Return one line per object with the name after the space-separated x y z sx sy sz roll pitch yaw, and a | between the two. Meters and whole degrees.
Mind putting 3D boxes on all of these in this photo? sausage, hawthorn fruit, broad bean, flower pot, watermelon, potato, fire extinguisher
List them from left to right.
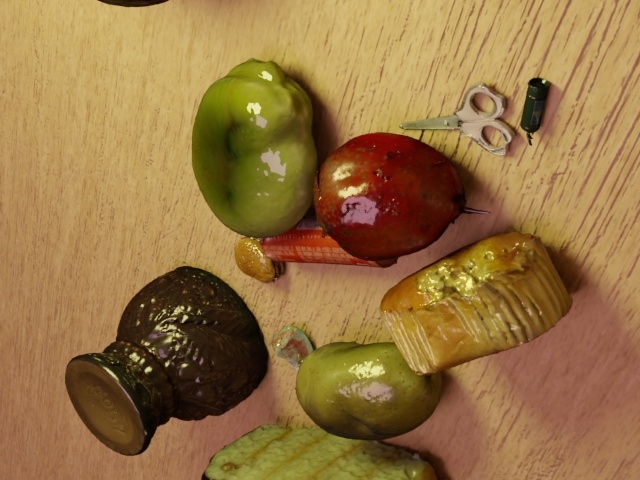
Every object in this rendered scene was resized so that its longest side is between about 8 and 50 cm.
-0.270 0.212 2.192 0.267 0.267 0.266 25 132 32 | flower pot
-0.095 -0.128 1.884 0.238 0.119 0.291 50 141 19 | broad bean
-0.049 0.182 2.108 0.085 0.061 0.085 24 124 40 | watermelon
0.000 0.000 1.920 0.274 0.074 0.074 2 118 45 | sausage
0.074 0.221 1.955 0.169 0.143 0.248 31 149 -35 | potato
0.111 -0.058 1.712 0.235 0.181 0.181 2 121 19 | hawthorn fruit
0.258 -0.159 1.587 0.038 0.025 0.083 -110 19 -49 | fire extinguisher

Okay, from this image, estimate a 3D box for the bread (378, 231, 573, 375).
0.195 0.079 1.699 0.250 0.179 0.133 -21 96 50 | bread

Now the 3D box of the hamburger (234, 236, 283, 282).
-0.098 0.031 2.066 0.083 0.044 0.076 25 132 35 | hamburger

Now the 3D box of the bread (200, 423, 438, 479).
0.007 0.469 2.118 0.395 0.239 0.264 6 121 46 | bread

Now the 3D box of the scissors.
0.170 -0.153 1.686 0.189 0.015 0.100 0 119 46 | scissors

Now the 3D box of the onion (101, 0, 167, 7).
-0.273 -0.465 1.704 0.354 0.354 0.353 26 133 31 | onion
